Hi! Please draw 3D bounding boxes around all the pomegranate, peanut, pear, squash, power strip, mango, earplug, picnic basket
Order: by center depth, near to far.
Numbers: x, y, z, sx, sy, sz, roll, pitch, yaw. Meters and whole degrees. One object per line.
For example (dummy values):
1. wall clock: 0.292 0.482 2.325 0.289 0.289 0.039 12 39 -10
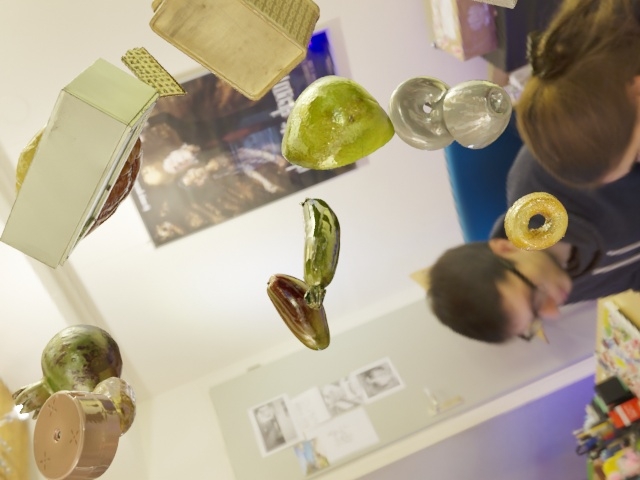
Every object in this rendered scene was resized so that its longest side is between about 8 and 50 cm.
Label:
1. power strip: -0.417 0.335 1.203 0.078 0.154 0.154 19 -143 -50
2. squash: 0.001 -0.002 1.325 0.318 0.071 0.080 -93 18 -52
3. peanut: -0.436 0.352 1.469 0.095 0.108 0.226 52 169 -14
4. picnic basket: -0.186 -0.500 1.551 0.313 0.228 0.175 32 -129 -25
5. pear: 0.002 -0.287 1.731 0.288 0.239 0.139 30 156 34
6. earplug: 0.343 -0.345 1.879 0.175 0.326 0.214 47 -128 -65
7. pomegranate: -0.719 0.370 2.017 0.242 0.306 0.242 -19 -90 -89
8. mango: -0.055 0.201 2.065 0.267 0.133 0.111 54 135 9

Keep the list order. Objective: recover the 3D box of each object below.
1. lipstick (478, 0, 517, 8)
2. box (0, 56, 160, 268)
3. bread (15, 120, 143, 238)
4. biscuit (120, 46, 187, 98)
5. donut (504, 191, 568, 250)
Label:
1. lipstick: 0.274 -0.620 1.615 0.372 0.076 0.080 19 166 19
2. box: -0.296 -0.093 0.870 0.086 0.225 0.129 29 -152 -12
3. bread: -0.443 -0.125 1.327 0.148 0.270 0.270 29 164 9
4. biscuit: -0.480 -0.474 1.988 0.203 0.016 0.144 46 -149 8
5. donut: 0.613 -0.051 1.993 0.162 0.178 0.065 54 -178 1
